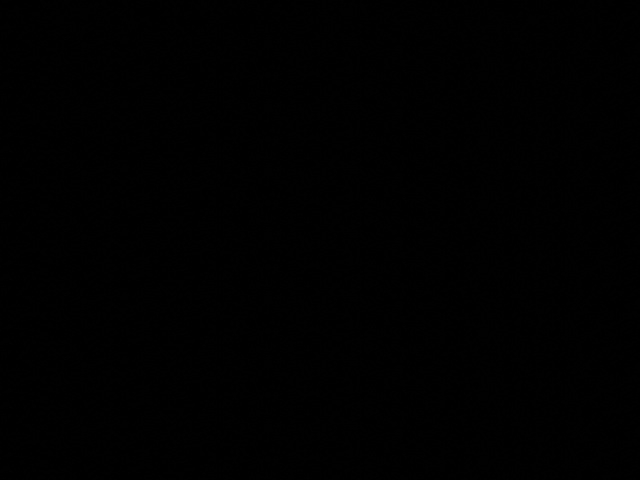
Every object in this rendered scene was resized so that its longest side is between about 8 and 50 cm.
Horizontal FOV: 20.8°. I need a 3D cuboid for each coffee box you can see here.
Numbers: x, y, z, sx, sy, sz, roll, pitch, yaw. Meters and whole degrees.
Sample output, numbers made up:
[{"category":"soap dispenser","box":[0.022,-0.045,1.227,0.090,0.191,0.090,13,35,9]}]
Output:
[{"category":"coffee box","box":[0.049,0.041,0.183,0.338,0.337,0.334,22,-24,-38]}]
